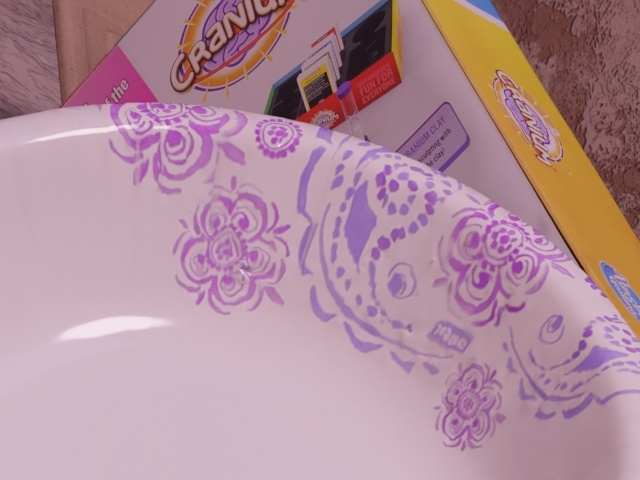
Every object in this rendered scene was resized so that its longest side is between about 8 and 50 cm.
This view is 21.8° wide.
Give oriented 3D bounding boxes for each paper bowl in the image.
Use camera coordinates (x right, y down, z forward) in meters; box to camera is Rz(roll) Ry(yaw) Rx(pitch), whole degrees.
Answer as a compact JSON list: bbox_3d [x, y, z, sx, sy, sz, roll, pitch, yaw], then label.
[{"bbox_3d":[-0.041,0.091,0.532,0.284,0.148,0.284,9,36,-6],"label":"paper bowl"}]

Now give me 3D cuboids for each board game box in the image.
[{"bbox_3d":[0.000,0.000,0.748,0.064,0.242,0.316,16,39,-46],"label":"board game box"}]

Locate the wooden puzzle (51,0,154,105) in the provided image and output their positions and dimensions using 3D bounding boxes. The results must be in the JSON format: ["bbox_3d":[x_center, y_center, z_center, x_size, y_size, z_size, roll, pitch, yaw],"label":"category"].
[{"bbox_3d":[-0.041,0.016,1.035,0.322,0.080,0.348,30,35,-34],"label":"wooden puzzle"}]
